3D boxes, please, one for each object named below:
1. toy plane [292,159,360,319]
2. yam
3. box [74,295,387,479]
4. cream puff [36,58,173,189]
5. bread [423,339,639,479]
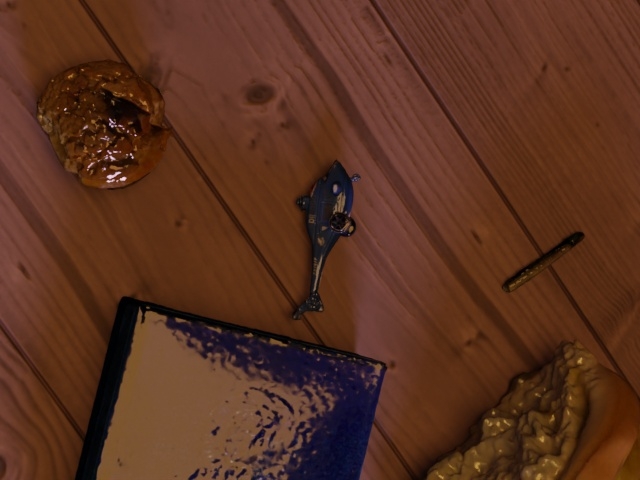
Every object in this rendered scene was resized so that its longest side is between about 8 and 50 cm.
[{"bbox_3d":[0.000,0.000,1.890,0.062,0.054,0.167,9,87,9],"label":"toy plane"},{"bbox_3d":[0.237,0.022,1.971,0.107,0.014,0.014,-34,100,-13],"label":"yam"},{"bbox_3d":[-0.099,0.222,1.831,0.261,0.116,0.279,14,89,-16],"label":"box"},{"bbox_3d":[-0.209,-0.114,1.800,0.133,0.104,0.119,40,87,-12],"label":"cream puff"},{"bbox_3d":[0.248,0.292,1.879,0.315,0.211,0.270,-43,102,-8],"label":"bread"}]
